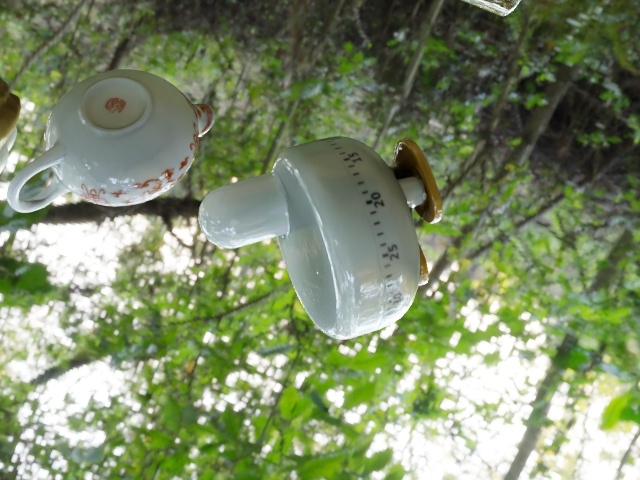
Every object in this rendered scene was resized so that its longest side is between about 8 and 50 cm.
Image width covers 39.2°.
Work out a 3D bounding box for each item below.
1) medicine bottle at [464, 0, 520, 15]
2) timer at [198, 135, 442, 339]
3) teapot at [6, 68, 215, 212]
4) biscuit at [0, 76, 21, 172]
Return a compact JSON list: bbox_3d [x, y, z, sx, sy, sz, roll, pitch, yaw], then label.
[{"bbox_3d":[0.045,-0.325,0.785,0.322,0.151,0.151,20,-170,-3],"label":"medicine bottle"},{"bbox_3d":[0.000,0.000,1.023,0.240,0.234,0.233,-17,-155,-16],"label":"timer"},{"bbox_3d":[-0.222,-0.106,0.953,0.159,0.245,0.116,59,166,13],"label":"teapot"},{"bbox_3d":[-0.202,0.020,0.299,0.035,0.240,0.158,57,-152,-27],"label":"biscuit"}]
